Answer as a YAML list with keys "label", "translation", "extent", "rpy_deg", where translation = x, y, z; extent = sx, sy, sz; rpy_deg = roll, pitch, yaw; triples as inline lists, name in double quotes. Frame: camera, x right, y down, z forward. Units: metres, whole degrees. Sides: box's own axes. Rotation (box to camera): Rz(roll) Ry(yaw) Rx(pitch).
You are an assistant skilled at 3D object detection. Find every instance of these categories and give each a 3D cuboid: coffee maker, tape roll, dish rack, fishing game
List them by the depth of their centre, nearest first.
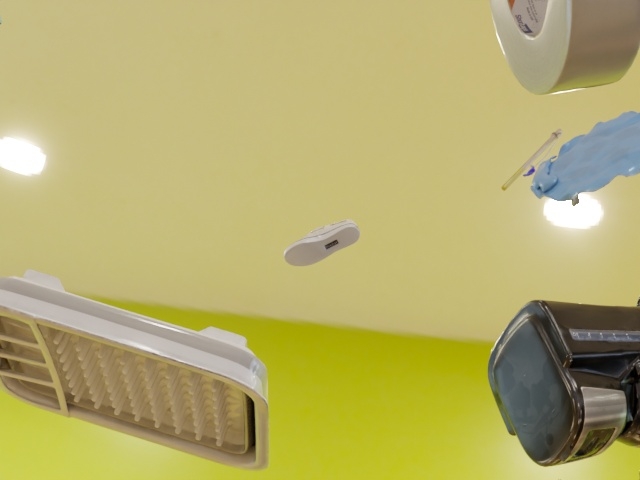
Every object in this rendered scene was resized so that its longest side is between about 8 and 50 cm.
- label: "coffee maker"
  translation: [0.229, 0.103, 1.110]
  extent: [0.178, 0.171, 0.120]
  rpy_deg: [4, -66, -25]
- label: "tape roll"
  translation: [0.218, -0.245, 1.262]
  extent: [0.072, 0.219, 0.219]
  rpy_deg: [-9, -26, -11]
- label: "dish rack"
  translation: [-0.203, 0.136, 1.483]
  extent: [0.333, 0.072, 0.285]
  rpy_deg: [17, -27, 7]
- label: "fishing game"
  translation: [0.348, -0.098, 1.708]
  extent: [0.264, 0.189, 0.041]
  rpy_deg: [-7, -58, 50]

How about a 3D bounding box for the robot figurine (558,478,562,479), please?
- label: "robot figurine"
  translation: [0.449, 0.482, 2.065]
  extent: [0.291, 0.085, 0.211]
  rpy_deg: [31, -31, 12]

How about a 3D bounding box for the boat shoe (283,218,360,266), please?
- label: "boat shoe"
  translation: [0.000, 0.000, 1.730]
  extent: [0.100, 0.035, 0.035]
  rpy_deg: [-25, -61, 3]
